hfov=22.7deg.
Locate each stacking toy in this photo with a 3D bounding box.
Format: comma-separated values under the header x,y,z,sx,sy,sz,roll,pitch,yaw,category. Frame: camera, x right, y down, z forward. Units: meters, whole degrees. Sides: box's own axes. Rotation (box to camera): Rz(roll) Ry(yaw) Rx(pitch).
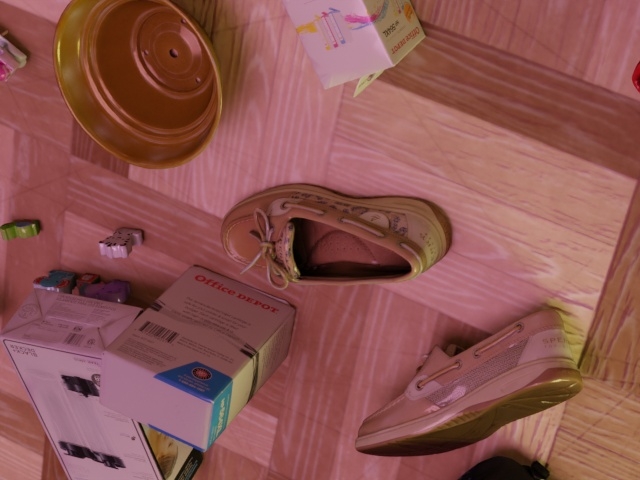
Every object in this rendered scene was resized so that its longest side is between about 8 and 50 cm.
x,y,z,sx,sy,sz,roll,pitch,yaw,category
-0.304,0.063,2.011,0.221,0.052,0.167,6,119,28,stacking toy

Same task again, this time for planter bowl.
x,y,z,sx,sy,sz,roll,pitch,yaw,category
-0.182,-0.195,1.770,0.217,0.090,0.217,14,122,24,planter bowl

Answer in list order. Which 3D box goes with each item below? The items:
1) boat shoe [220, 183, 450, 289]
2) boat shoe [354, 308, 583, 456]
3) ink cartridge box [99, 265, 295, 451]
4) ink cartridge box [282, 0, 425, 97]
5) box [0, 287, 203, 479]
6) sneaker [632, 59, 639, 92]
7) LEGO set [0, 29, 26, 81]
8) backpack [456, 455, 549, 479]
x,y,z,sx,sy,sz,roll,pitch,yaw,category
0.000,0.000,1.776,0.285,0.089,0.104,-2,116,31,boat shoe
0.157,0.165,1.784,0.302,0.109,0.098,-30,60,38,boat shoe
-0.141,0.133,1.861,0.148,0.203,0.086,22,127,18,ink cartridge box
0.035,-0.228,1.627,0.090,0.092,0.143,-16,109,34,ink cartridge box
-0.270,0.201,1.998,0.169,0.087,0.290,8,136,26,box
0.381,-0.177,1.433,0.221,0.128,0.087,-28,101,39,sneaker
-0.472,-0.151,1.950,0.132,0.107,0.287,38,128,6,LEGO set
0.195,0.405,1.842,0.225,0.191,0.253,40,134,3,backpack
